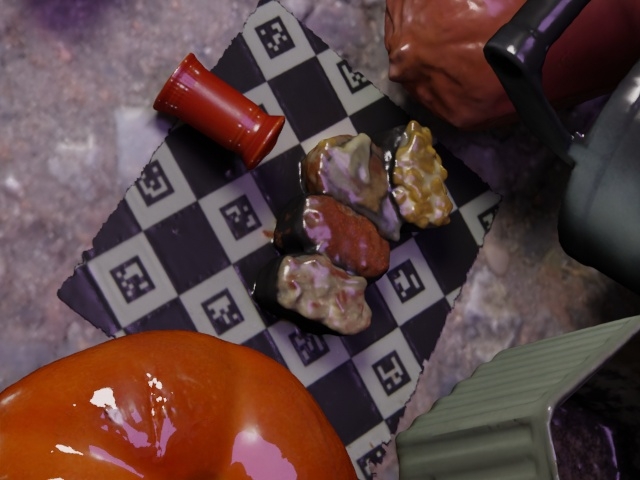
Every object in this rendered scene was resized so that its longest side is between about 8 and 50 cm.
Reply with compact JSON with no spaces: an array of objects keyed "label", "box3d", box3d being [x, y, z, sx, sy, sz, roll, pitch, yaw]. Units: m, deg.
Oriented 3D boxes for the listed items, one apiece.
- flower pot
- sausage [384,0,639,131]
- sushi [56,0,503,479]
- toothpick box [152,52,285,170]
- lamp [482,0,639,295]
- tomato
[{"label":"flower pot","box3d":[0.190,0.177,1.370,0.239,0.189,0.209,29,64,-22]},{"label":"sausage","box3d":[0.152,-0.158,1.462,0.254,0.148,0.148,-12,84,-35]},{"label":"sushi","box3d":[0.000,0.000,1.378,0.264,0.050,0.290,40,60,-18]},{"label":"toothpick box","box3d":[-0.067,-0.085,1.346,0.083,0.047,0.047,34,60,0]},{"label":"lamp","box3d":[0.310,-0.030,1.379,0.205,0.272,0.374,-50,137,-19]},{"label":"tomato","box3d":[-0.099,0.173,1.190,0.260,0.180,0.260,11,69,-31]}]
